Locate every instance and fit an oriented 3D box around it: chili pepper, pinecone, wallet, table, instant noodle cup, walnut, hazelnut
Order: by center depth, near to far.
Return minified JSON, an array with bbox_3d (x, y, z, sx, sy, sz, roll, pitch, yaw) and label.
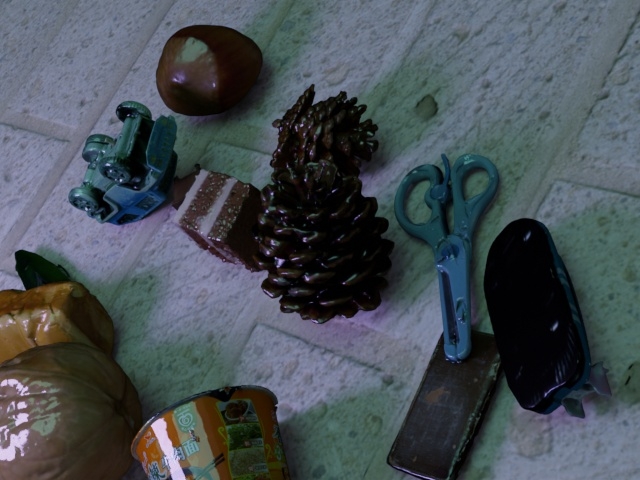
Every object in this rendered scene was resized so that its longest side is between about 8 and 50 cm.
[{"bbox_3d":[0.185,0.233,1.419,0.122,0.031,0.232,10,65,42],"label":"wallet"},{"bbox_3d":[-0.143,0.345,1.446,0.230,0.230,0.182,-31,57,13],"label":"instant noodle cup"},{"bbox_3d":[0.000,0.000,1.559,0.224,0.273,0.224,-10,27,5],"label":"pinecone"},{"bbox_3d":[-0.444,0.306,1.639,0.313,0.252,0.277,-21,64,25],"label":"walnut"},{"bbox_3d":[0.008,-0.176,1.723,0.195,0.150,0.179,5,64,35],"label":"pinecone"},{"bbox_3d":[-0.228,-0.086,1.869,0.070,0.083,0.082,-28,45,19],"label":"table"},{"bbox_3d":[-0.227,-0.347,1.972,0.210,0.186,0.210,-23,56,40],"label":"hazelnut"},{"bbox_3d":[-0.564,0.083,1.995,0.108,0.062,0.216,-49,45,-4],"label":"chili pepper"}]

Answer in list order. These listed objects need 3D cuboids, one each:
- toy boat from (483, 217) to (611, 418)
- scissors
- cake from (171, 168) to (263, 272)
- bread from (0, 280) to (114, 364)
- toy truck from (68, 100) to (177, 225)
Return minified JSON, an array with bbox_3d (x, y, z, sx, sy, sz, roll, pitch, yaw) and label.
[{"bbox_3d":[0.315,0.102,1.386,0.134,0.092,0.299,-51,31,38],"label":"toy boat"},{"bbox_3d":[0.196,0.014,1.536,0.180,0.032,0.393,-19,48,26],"label":"scissors"},{"bbox_3d":[-0.164,-0.034,1.753,0.147,0.135,0.135,12,68,33],"label":"cake"},{"bbox_3d":[-0.523,0.174,1.841,0.294,0.167,0.132,-7,34,32],"label":"bread"},{"bbox_3d":[-0.366,-0.138,1.902,0.279,0.156,0.155,-29,43,49],"label":"toy truck"}]
